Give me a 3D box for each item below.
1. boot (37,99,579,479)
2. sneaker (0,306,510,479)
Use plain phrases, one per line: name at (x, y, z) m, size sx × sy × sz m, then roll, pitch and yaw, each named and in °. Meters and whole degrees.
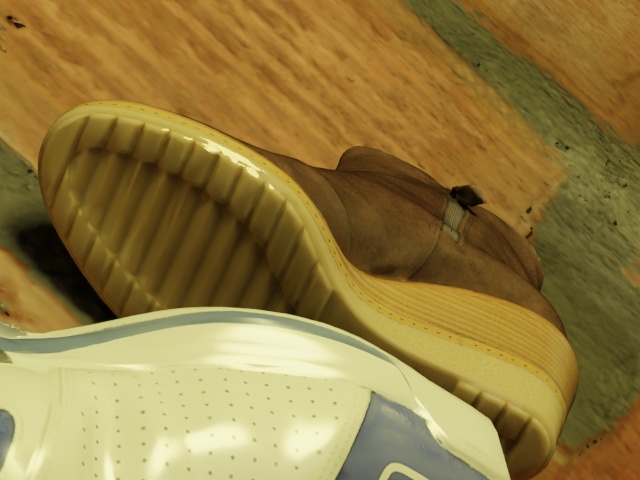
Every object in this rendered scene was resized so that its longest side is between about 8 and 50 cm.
boot at (0.000, 0.000, 0.794) m, size 0.248 × 0.090 × 0.207 m, roll 33°, pitch 18°, yaw -9°
sneaker at (-0.099, 0.102, 0.496) m, size 0.315 × 0.127 × 0.182 m, roll 16°, pitch 40°, yaw -23°
